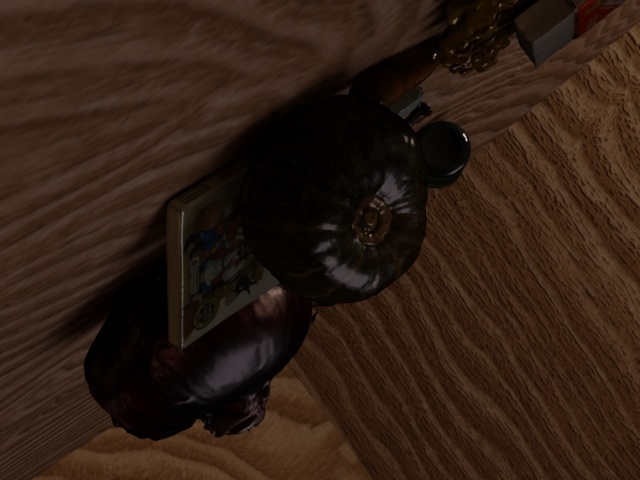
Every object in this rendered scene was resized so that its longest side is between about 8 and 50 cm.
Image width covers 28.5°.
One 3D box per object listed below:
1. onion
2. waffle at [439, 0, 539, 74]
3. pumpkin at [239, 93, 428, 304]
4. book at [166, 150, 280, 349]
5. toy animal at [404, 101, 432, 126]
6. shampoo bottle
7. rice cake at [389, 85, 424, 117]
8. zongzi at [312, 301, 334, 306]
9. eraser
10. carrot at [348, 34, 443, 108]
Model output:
[{"bbox_3d":[-0.140,0.131,1.562,0.314,0.232,0.314,-35,174,-4],"label":"onion"},{"bbox_3d":[0.236,-0.285,1.320,0.293,0.069,0.260,-38,171,10],"label":"waffle"},{"bbox_3d":[0.013,-0.041,1.288,0.162,0.219,0.219,11,-145,45],"label":"pumpkin"},{"bbox_3d":[-0.063,-0.020,1.372,0.264,0.027,0.202,-34,144,-36],"label":"book"},{"bbox_3d":[0.044,-0.100,1.728,0.229,0.066,0.224,-45,173,25],"label":"toy animal"},{"bbox_3d":[0.216,-0.149,2.310,0.101,0.101,0.284,-37,176,-1],"label":"shampoo bottle"},{"bbox_3d":[0.064,-0.147,1.632,0.170,0.029,0.033,-38,169,-10],"label":"rice cake"},{"bbox_3d":[0.000,0.000,2.128,0.288,0.134,0.286,-54,165,22],"label":"zongzi"},{"bbox_3d":[0.302,-0.271,1.296,0.230,0.038,0.157,-37,172,8],"label":"eraser"},{"bbox_3d":[0.095,-0.185,1.388,0.191,0.047,0.047,-36,176,-44],"label":"carrot"}]
